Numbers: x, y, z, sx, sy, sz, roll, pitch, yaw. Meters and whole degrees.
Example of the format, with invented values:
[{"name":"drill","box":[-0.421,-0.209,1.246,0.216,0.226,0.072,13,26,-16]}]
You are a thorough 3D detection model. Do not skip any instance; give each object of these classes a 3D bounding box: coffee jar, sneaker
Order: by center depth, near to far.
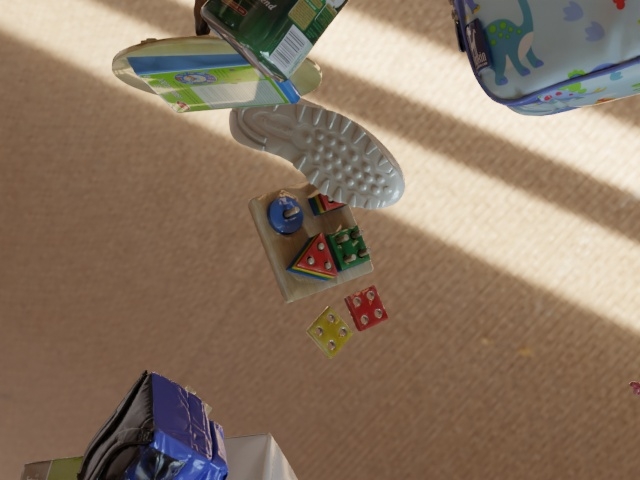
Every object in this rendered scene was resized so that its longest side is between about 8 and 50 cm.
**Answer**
[{"name":"coffee jar","box":[-0.010,-0.231,1.142,0.096,0.184,0.079,39,178,42]},{"name":"sneaker","box":[0.010,-0.109,1.487,0.235,0.094,0.090,34,109,29]}]

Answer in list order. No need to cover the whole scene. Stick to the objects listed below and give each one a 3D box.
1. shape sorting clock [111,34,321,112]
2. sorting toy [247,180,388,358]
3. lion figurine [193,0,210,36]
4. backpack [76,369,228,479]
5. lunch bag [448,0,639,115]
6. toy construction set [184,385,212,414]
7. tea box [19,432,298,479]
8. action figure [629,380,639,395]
[{"name":"shape sorting clock","box":[-0.101,-0.167,1.320,0.206,0.206,0.040,-13,76,45]},{"name":"sorting toy","box":[0.000,0.000,1.623,0.046,0.132,0.275,-25,85,57]},{"name":"lion figurine","box":[-0.173,-0.381,1.193,0.240,0.142,0.392,49,156,29]},{"name":"backpack","box":[-0.140,0.191,1.105,0.101,0.098,0.120,36,107,-19]},{"name":"lunch bag","box":[0.190,-0.183,0.861,0.219,0.090,0.176,-13,80,24]},{"name":"toy construction set","box":[-0.095,0.307,1.267,0.328,0.151,0.215,47,120,13]},{"name":"tea box","box":[-0.188,0.427,1.526,0.323,0.329,0.220,-8,136,15]},{"name":"action figure","box":[0.367,0.161,1.003,0.248,0.276,0.370,-35,116,28]}]
